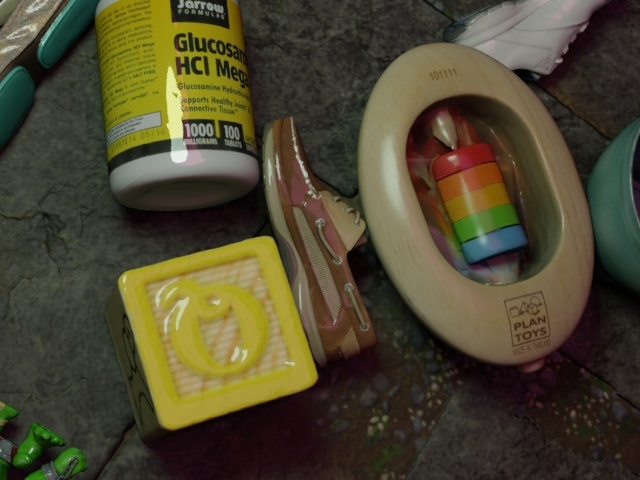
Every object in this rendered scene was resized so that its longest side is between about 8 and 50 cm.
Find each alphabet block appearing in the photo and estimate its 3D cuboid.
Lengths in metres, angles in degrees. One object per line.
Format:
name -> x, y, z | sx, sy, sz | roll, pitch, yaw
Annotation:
alphabet block -> -0.138, 0.123, 1.390 | 0.193, 0.197, 0.192 | -17, 82, -19

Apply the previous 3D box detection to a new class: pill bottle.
pill bottle -> -0.185, -0.218, 1.462 | 0.188, 0.188, 0.334 | -4, 78, -16

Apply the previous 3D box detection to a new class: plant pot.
plant pot -> 0.475, -0.035, 1.585 | 0.293, 0.196, 0.293 | 6, 75, -25

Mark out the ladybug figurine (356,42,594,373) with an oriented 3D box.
ladybug figurine -> 0.194, -0.036, 1.537 | 0.305, 0.162, 0.449 | -12, 80, -18

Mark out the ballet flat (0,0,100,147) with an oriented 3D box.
ballet flat -> -0.397, -0.228, 1.467 | 0.106, 0.107, 0.316 | 25, 65, 13

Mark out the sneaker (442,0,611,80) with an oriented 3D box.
sneaker -> 0.318, -0.307, 1.683 | 0.297, 0.111, 0.129 | -27, 101, -16

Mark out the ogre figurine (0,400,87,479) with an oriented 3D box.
ogre figurine -> -0.376, 0.253, 1.345 | 0.197, 0.097, 0.118 | 30, 78, 0

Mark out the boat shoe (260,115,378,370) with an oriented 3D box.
boat shoe -> 0.000, 0.000, 1.491 | 0.120, 0.122, 0.324 | -12, 89, 0
